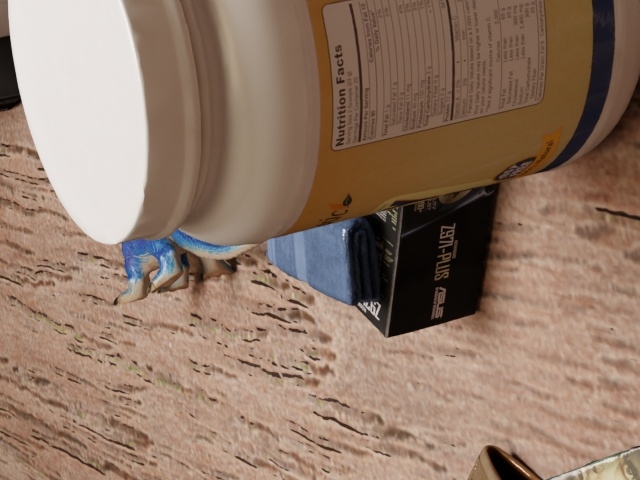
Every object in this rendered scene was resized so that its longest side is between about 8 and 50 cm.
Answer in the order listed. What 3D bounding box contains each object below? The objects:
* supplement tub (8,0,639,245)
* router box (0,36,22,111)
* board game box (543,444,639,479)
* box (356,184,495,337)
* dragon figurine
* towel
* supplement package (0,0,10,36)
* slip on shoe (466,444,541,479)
[{"bbox_3d":[0.001,-0.124,1.080,0.228,0.316,0.228,39,136,51],"label":"supplement tub"},{"bbox_3d":[-0.476,-0.231,1.916,0.081,0.309,0.243,-22,82,61],"label":"router box"},{"bbox_3d":[0.186,0.231,1.163,0.126,0.026,0.186,-27,78,34],"label":"board game box"},{"bbox_3d":[0.038,-0.045,1.308,0.180,0.077,0.147,44,139,45],"label":"box"},{"bbox_3d":[-0.140,-0.028,1.633,0.289,0.085,0.144,-19,85,63],"label":"dragon figurine"},{"bbox_3d":[0.000,0.000,1.283,0.119,0.029,0.067,28,127,56],"label":"towel"},{"bbox_3d":[-0.338,-0.294,1.779,0.293,0.175,0.177,-14,91,62],"label":"supplement package"},{"bbox_3d":[0.144,0.182,1.254,0.135,0.051,0.041,39,123,57],"label":"slip on shoe"}]
